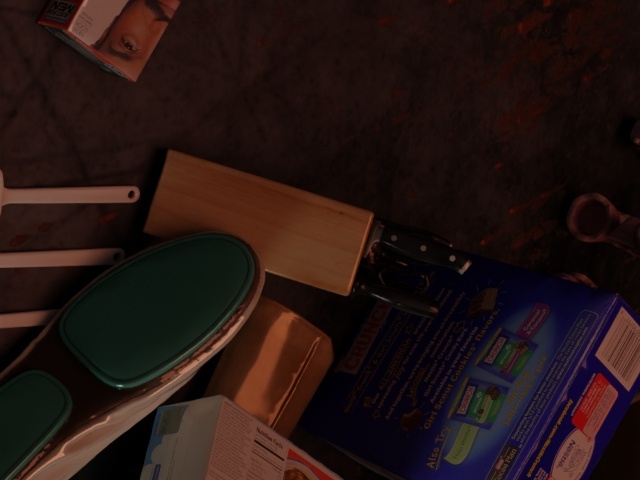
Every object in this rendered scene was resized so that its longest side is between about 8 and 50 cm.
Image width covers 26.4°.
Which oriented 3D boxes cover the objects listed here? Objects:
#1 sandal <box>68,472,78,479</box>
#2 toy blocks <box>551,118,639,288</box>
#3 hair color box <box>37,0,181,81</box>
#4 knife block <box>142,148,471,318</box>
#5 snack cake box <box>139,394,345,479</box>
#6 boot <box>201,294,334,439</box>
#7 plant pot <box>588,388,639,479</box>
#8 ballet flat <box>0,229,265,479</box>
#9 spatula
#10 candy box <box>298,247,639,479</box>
[{"bbox_3d":[-0.288,0.276,1.297,0.179,0.040,0.067,-50,132,-20],"label":"sandal"},{"bbox_3d":[0.446,-0.008,1.735,0.260,0.288,0.309,19,93,-51],"label":"toy blocks"},{"bbox_3d":[-0.170,-0.240,1.229,0.093,0.053,0.167,36,79,-45],"label":"hair color box"},{"bbox_3d":[0.000,0.000,1.339,0.275,0.242,0.088,16,92,-45],"label":"knife block"},{"bbox_3d":[-0.061,0.279,1.335,0.264,0.089,0.152,42,46,-40],"label":"snack cake box"},{"bbox_3d":[-0.054,0.224,1.475,0.236,0.089,0.270,40,74,-44],"label":"boot"},{"bbox_3d":[0.248,0.287,1.645,0.323,0.280,0.323,-19,117,-41],"label":"plant pot"},{"bbox_3d":[-0.216,0.141,1.267,0.400,0.139,0.139,-41,129,-18],"label":"ballet flat"},{"bbox_3d":[-0.266,0.014,1.247,0.242,0.019,0.168,-3,105,-43],"label":"spatula"},{"bbox_3d":[0.168,0.158,1.497,0.122,0.317,0.268,43,74,-39],"label":"candy box"}]
